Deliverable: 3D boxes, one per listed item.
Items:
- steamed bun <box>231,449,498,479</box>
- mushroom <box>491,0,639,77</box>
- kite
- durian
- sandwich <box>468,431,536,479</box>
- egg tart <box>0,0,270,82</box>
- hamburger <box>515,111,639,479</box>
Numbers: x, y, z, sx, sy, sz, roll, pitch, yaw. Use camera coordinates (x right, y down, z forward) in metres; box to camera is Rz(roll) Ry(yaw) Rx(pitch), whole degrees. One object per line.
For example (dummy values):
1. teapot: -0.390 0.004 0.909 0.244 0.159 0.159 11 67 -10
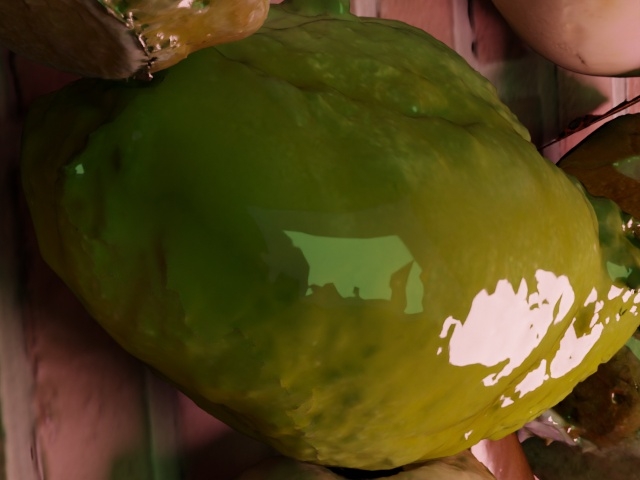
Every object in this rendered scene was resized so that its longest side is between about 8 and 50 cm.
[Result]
1. steamed bun: 0.009 0.178 1.024 0.155 0.140 0.172 18 82 -46
2. mushroom: 0.205 -0.223 1.200 0.246 0.246 0.202 -3 52 -51
3. kite: 0.203 -0.092 1.269 0.159 0.190 0.010 -26 90 -4
4. durian: 0.000 0.000 0.957 0.339 0.204 0.256 -16 67 -50
5. sandwich: 0.085 0.177 1.156 0.088 0.090 0.244 -59 137 -36
6. egg tart: -0.113 -0.130 0.802 0.197 0.197 0.078 40 70 -45
7. hamburger: 0.215 0.048 1.224 0.288 0.192 0.168 -37 144 -43
